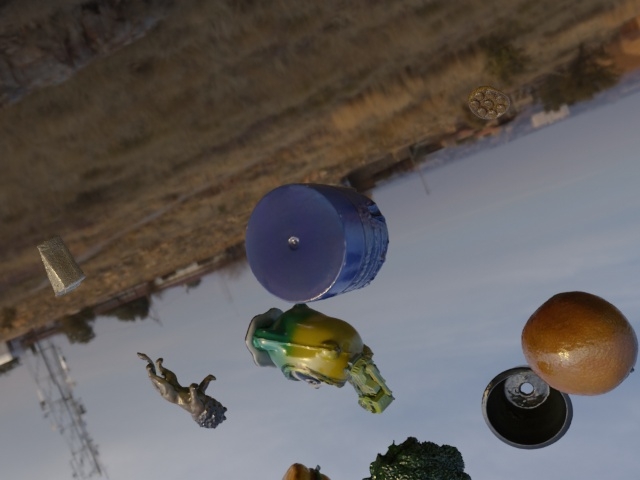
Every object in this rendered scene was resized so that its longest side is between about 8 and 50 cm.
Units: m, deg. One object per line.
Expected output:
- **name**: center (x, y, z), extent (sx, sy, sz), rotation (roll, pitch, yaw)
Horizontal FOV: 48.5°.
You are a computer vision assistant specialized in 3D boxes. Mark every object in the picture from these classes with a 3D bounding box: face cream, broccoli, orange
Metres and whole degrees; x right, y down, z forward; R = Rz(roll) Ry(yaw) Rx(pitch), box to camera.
- **face cream**: center (0.000, 0.000, 1.523), extent (0.249, 0.249, 0.225), rotation (-20, 175, 30)
- **broccoli**: center (0.235, 0.622, 1.795), extent (0.294, 0.265, 0.245), rotation (-13, 176, 2)
- **orange**: center (0.620, 0.246, 1.693), extent (0.264, 0.264, 0.264), rotation (-21, -177, 1)

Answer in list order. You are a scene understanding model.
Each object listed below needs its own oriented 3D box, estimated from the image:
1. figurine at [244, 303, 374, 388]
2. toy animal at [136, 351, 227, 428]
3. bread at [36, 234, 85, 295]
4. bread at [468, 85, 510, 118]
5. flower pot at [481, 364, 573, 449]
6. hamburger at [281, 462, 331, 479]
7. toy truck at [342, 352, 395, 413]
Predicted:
- **figurine**: center (-0.030, 0.293, 2.004), extent (0.340, 0.232, 0.323), rotation (4, 172, 42)
- **toy animal**: center (-0.251, 0.272, 1.317), extent (0.086, 0.220, 0.069), rotation (-43, -166, 12)
- **bread**: center (-0.749, 0.074, 2.032), extent (0.077, 0.152, 0.105), rotation (-32, -178, -36)
- **bread**: center (0.446, -0.366, 1.886), extent (0.110, 0.110, 0.024), rotation (-19, -138, 40)
- **flower pot**: center (0.640, 0.491, 2.200), extent (0.269, 0.269, 0.166), rotation (-20, -175, 21)
- **hamburger**: center (-0.042, 0.742, 1.950), extent (0.246, 0.170, 0.246), rotation (-61, -173, 12)
- **toy truck**: center (0.133, 0.374, 1.847), extent (0.077, 0.169, 0.100), rotation (-38, -152, -28)
